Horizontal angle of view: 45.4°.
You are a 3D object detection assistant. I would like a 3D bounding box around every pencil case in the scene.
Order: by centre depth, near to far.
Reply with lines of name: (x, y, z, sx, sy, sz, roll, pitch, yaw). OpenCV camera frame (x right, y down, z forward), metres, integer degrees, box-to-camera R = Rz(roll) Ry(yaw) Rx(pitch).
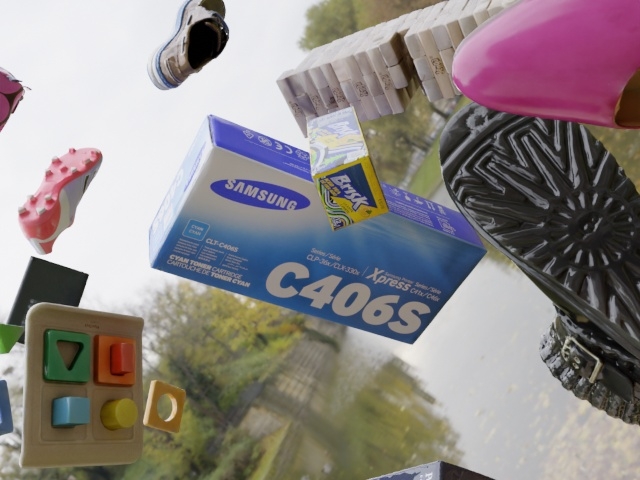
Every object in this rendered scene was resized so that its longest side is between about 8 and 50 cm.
pencil case: (-0.541, -0.175, 1.183, 0.098, 0.095, 0.209, 31, -90, -46)

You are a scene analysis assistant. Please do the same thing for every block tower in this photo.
block tower: (0.114, -0.218, 0.922, 0.335, 0.091, 0.097, -11, 30, 32)

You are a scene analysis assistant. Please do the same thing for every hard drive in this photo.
hard drive: (-0.427, 0.101, 1.191, 0.022, 0.094, 0.135, -26, 47, 62)

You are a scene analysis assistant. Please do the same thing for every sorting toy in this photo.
sorting toy: (-0.285, 0.184, 0.967, 0.348, 0.047, 0.196, 18, -114, -53)

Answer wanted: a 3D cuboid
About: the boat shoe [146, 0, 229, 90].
boat shoe: (-0.150, -0.255, 0.966, 0.066, 0.066, 0.183, 56, -141, -39)

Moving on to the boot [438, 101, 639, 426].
boot: (0.252, 0.036, 0.762, 0.131, 0.348, 0.260, -38, -22, -4)

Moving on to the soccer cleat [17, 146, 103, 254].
soccer cleat: (-0.458, -0.079, 1.365, 0.248, 0.083, 0.095, -73, -15, -50)

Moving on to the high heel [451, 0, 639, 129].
high heel: (0.266, -0.067, 0.421, 0.127, 0.377, 0.181, 56, -148, -62)

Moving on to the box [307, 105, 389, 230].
box: (0.023, -0.073, 0.725, 0.054, 0.059, 0.169, -19, 24, 7)

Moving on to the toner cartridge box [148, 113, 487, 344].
toner cartridge box: (0.000, 0.000, 0.866, 0.165, 0.348, 0.075, -58, 28, 27)

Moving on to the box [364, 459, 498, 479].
box: (0.086, 0.320, 0.754, 0.207, 0.108, 0.153, -35, 38, 44)
